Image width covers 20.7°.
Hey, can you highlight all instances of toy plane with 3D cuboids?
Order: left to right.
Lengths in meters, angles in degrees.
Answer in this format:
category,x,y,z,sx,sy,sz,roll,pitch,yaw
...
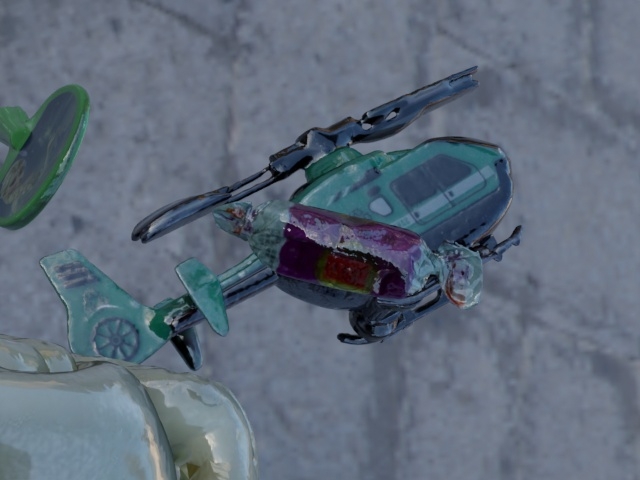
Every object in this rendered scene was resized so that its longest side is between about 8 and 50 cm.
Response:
category,x,y,z,sx,sy,sz,roll,pitch,yaw
toy plane,0.000,0.000,1.205,0.382,0.106,0.155,-28,79,-22

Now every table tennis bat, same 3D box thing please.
category,x,y,z,sx,sy,sz,roll,pitch,yaw
table tennis bat,-0.294,-0.096,1.773,0.039,0.257,0.160,31,92,-25

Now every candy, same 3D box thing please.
category,x,y,z,sx,sy,sz,roll,pitch,yaw
candy,0.017,0.008,1.079,0.043,0.175,0.045,-75,178,-57

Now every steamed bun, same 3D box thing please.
category,x,y,z,sx,sy,sz,roll,pitch,yaw
steamed bun,-0.230,0.176,1.003,0.342,0.368,0.255,13,83,-49
